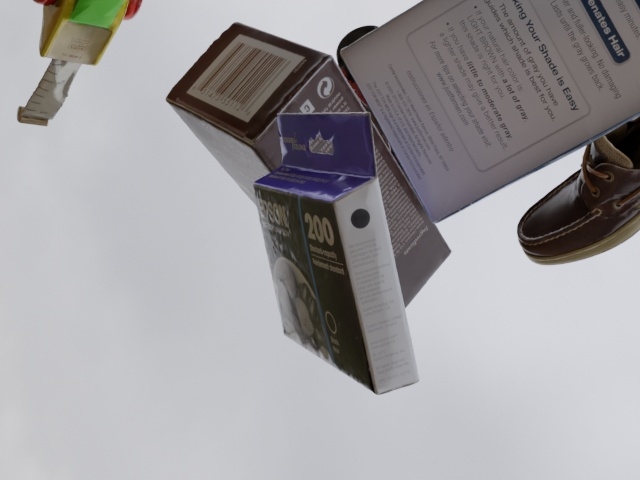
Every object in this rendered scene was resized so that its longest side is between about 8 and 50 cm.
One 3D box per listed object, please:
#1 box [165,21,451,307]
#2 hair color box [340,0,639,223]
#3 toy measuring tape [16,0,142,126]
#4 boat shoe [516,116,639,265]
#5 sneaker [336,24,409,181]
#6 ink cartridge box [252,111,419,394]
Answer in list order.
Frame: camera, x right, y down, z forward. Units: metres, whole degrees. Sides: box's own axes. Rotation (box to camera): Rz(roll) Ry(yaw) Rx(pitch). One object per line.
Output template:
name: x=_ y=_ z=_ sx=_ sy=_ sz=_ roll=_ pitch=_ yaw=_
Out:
box: x=-0.004 y=-0.076 z=1.083 sx=0.191 sy=0.143 sz=0.381 roll=31 pitch=-13 yaw=44
hair color box: x=0.212 y=-0.172 z=0.738 sx=0.347 sy=0.105 sz=0.174 roll=-29 pitch=-92 yaw=14
toy measuring tape: x=-0.275 y=-0.249 z=0.951 sx=0.330 sy=0.121 sz=0.121 roll=-37 pitch=-111 yaw=50
boat shoe: x=0.356 y=-0.092 z=1.011 sx=0.342 sy=0.123 sz=0.123 roll=-33 pitch=-146 yaw=36
sneaker: x=0.118 y=-0.161 z=1.186 sx=0.276 sy=0.097 sz=0.135 roll=59 pitch=-1 yaw=17
ink cartridge box: x=0.000 y=0.000 z=0.712 sx=0.206 sy=0.045 sz=0.208 roll=-162 pitch=-120 yaw=-67
